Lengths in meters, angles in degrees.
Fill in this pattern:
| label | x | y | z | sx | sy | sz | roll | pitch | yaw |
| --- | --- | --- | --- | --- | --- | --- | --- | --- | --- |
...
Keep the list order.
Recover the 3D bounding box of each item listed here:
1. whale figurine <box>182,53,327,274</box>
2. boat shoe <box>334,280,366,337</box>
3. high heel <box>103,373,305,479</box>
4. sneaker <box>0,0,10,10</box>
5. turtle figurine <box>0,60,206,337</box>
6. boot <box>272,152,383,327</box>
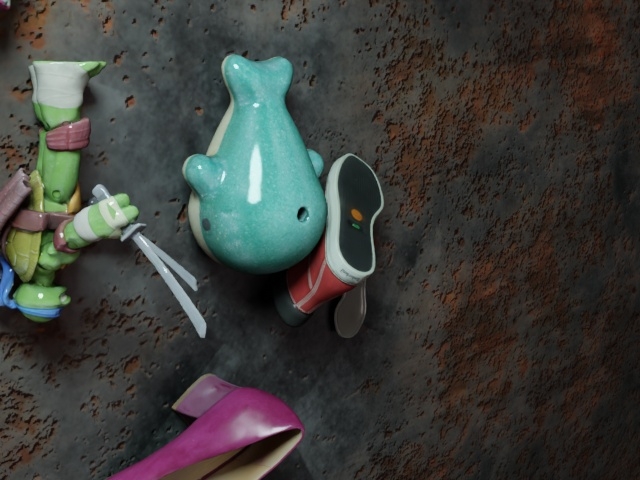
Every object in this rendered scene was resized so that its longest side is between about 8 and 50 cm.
| label | x | y | z | sx | sy | sz | roll | pitch | yaw |
| --- | --- | --- | --- | --- | --- | --- | --- | --- | --- |
| whale figurine | -0.065 | -0.090 | 1.092 | 0.216 | 0.141 | 0.272 | -5 | 104 | -42 |
| boat shoe | 0.045 | 0.081 | 1.312 | 0.046 | 0.038 | 0.125 | 3 | 100 | 0 |
| high heel | -0.181 | 0.331 | 1.058 | 0.377 | 0.181 | 0.127 | -57 | 132 | -17 |
| sneaker | -0.365 | -0.320 | 0.786 | 0.252 | 0.103 | 0.111 | 40 | 69 | -49 |
| turtle figurine | -0.221 | -0.050 | 0.922 | 0.198 | 0.275 | 0.266 | -34 | 125 | -74 |
| boot | 0.000 | 0.000 | 1.225 | 0.088 | 0.176 | 0.244 | 32 | 40 | -20 |
